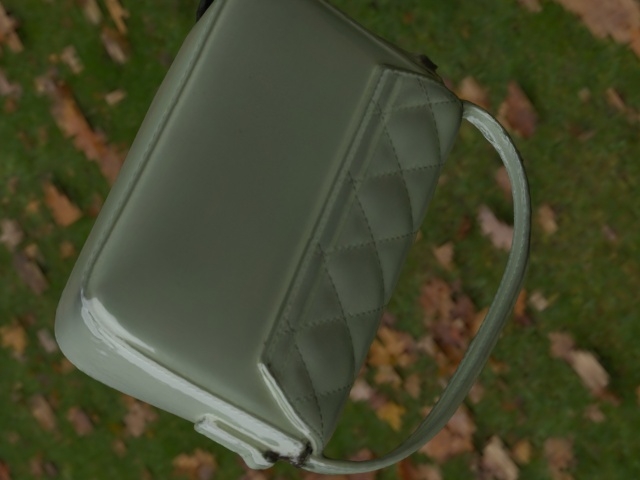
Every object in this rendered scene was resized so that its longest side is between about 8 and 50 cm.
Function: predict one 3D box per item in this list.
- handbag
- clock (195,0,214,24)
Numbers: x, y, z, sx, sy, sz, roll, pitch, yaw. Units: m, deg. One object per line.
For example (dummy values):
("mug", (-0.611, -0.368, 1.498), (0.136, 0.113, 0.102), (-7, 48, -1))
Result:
("handbag", (0.000, 0.000, 0.832), (0.219, 0.256, 0.079), (30, 152, -11))
("clock", (-0.052, -0.263, 1.648), (0.184, 0.184, 0.040), (1, 145, 51))
